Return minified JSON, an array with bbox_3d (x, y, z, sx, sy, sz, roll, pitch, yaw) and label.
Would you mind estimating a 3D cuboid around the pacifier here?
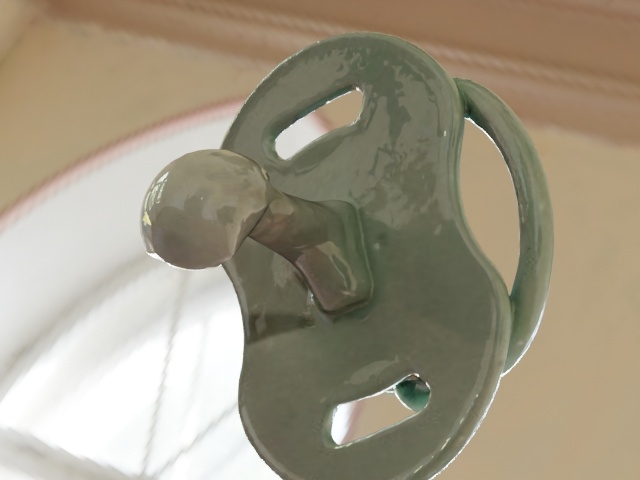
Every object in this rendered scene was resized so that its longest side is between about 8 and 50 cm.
[{"bbox_3d":[0.000,0.000,0.534,0.127,0.150,0.117,-19,-24,34],"label":"pacifier"}]
